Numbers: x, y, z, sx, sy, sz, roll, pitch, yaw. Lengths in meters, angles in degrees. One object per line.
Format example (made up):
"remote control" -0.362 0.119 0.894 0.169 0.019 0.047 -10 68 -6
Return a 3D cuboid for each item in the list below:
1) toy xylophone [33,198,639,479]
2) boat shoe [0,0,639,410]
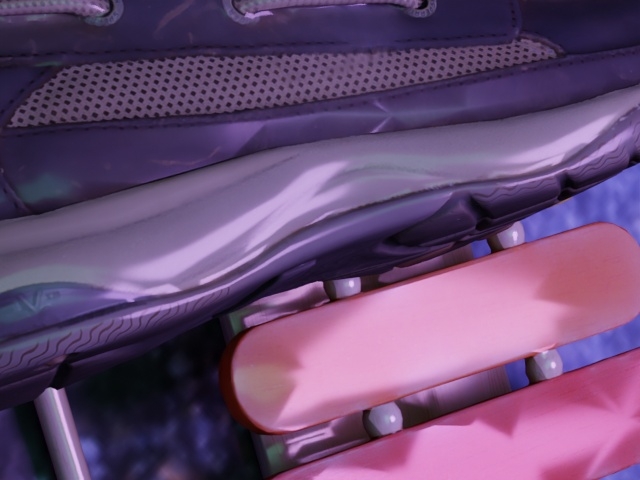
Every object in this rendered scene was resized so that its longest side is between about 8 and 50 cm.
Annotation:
"toy xylophone" 0.000 0.000 0.714 0.236 0.081 0.322 -24 93 -31
"boat shoe" -0.003 -0.053 0.597 0.355 0.132 0.130 -18 85 -36
